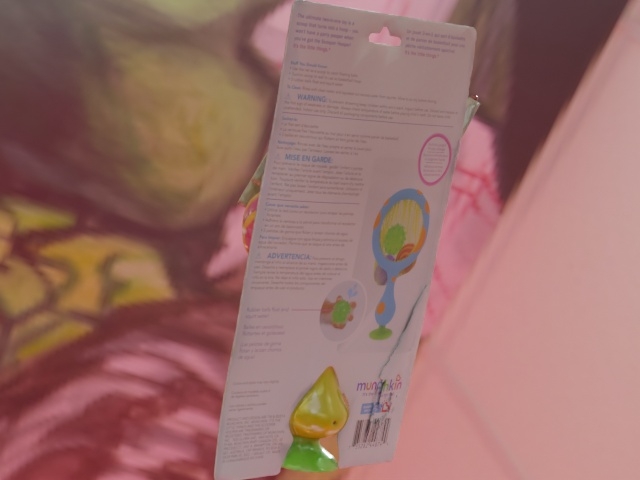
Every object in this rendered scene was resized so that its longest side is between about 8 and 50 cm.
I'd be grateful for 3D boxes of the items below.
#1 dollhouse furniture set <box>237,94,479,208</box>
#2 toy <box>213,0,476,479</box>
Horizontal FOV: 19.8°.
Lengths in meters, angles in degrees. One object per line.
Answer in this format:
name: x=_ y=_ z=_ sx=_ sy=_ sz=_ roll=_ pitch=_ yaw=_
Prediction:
dollhouse furniture set: x=0.030 y=-0.075 z=1.570 sx=0.129 sy=0.129 sz=0.184 roll=-60 pitch=-176 yaw=-18
toy: x=0.000 y=0.000 z=0.939 sx=0.056 sy=0.137 sz=0.237 roll=14 pitch=-82 yaw=42
